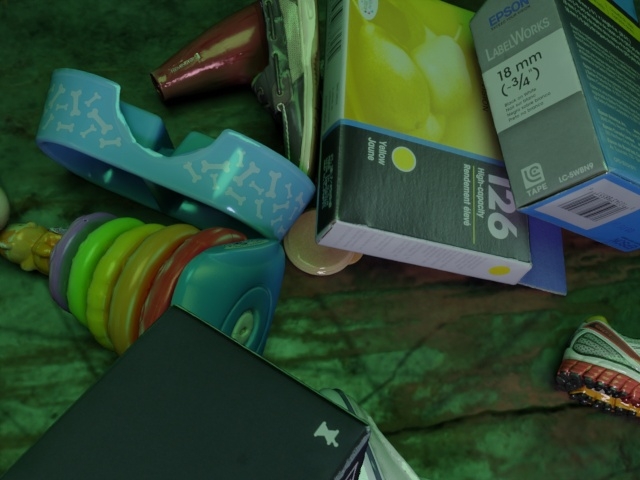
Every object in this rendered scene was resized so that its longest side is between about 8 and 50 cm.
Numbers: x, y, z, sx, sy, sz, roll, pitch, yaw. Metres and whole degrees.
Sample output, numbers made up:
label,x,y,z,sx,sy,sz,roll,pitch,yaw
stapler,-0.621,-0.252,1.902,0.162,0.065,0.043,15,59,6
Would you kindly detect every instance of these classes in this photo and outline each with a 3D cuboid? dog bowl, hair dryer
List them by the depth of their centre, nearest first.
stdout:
label,x,y,z,sx,sy,sz,roll,pitch,yaw
dog bowl,-0.154,-0.075,0.848,0.297,0.166,0.074,22,77,4
hair dryer,-0.047,-0.175,0.942,0.293,0.080,0.223,9,66,-2

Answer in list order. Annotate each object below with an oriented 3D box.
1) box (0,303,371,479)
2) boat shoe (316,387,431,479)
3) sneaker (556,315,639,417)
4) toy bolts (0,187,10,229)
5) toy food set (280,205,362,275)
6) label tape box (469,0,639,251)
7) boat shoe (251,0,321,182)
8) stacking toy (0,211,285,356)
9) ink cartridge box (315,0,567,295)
label,x,y,z,sx,sy,sz,roll,pitch,yaw
box,-0.125,0.258,0.587,0.183,0.294,0.296,30,53,17
boat shoe,0.120,0.279,0.730,0.156,0.136,0.367,-24,74,-15
sneaker,0.361,0.142,0.841,0.225,0.088,0.092,22,65,3
toy bolts,-0.406,0.009,0.753,0.158,0.218,0.228,2,72,14
toy food set,0.000,0.000,0.902,0.083,0.020,0.082,-31,73,-17
label tape box,0.279,-0.174,0.898,0.241,0.106,0.333,15,58,-44
boat shoe,-0.037,-0.165,0.885,0.073,0.080,0.223,0,83,2
stacking toy,-0.198,0.036,0.807,0.302,0.175,0.165,20,104,23
ink cartridge box,0.148,-0.114,0.894,0.307,0.072,0.303,11,65,-19
